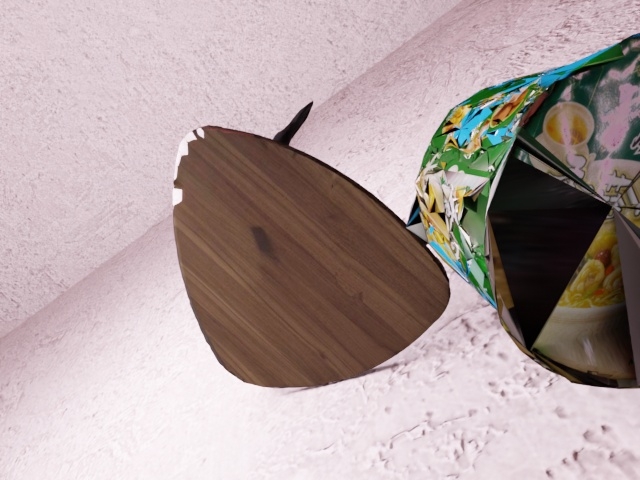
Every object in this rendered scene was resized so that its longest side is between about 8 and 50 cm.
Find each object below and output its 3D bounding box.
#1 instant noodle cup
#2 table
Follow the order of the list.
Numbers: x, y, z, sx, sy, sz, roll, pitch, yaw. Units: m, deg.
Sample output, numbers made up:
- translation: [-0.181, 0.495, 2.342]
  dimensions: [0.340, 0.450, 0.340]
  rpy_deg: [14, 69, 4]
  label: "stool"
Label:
- translation: [0.188, -0.031, 0.432]
  dimensions: [0.240, 0.240, 0.178]
  rpy_deg: [-38, 18, -1]
  label: "instant noodle cup"
- translation: [0.000, 0.000, 0.697]
  dimensions: [0.317, 0.318, 0.249]
  rpy_deg: [-23, 12, 33]
  label: "table"
